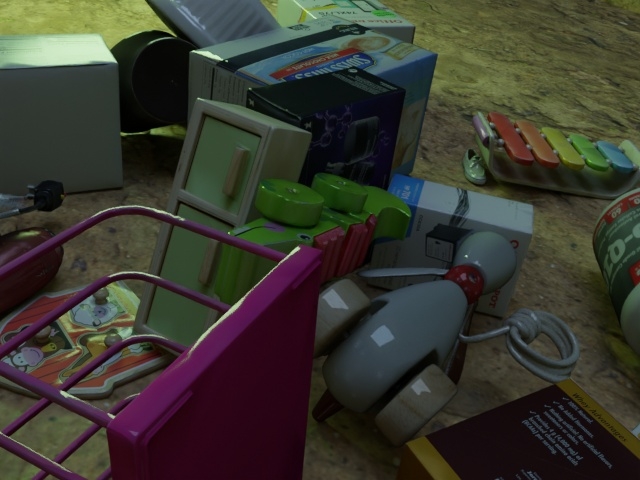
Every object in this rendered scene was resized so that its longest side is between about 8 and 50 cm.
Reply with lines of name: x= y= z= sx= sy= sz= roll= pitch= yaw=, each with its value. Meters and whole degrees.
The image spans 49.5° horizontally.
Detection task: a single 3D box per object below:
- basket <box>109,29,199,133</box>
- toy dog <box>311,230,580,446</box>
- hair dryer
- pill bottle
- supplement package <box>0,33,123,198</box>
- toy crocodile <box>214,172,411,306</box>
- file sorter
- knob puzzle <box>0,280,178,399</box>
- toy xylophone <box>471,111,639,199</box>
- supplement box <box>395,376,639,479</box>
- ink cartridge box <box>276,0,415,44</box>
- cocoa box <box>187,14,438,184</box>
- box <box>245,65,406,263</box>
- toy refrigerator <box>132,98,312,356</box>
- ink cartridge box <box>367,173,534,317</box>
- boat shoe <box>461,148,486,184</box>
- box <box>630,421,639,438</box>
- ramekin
basket: x=-0.270 y=-0.260 z=1.143 sx=0.204 sy=0.154 sz=0.227 roll=-49 pitch=27 yaw=-8
toy dog: x=0.099 y=0.107 z=0.760 sx=0.334 sy=0.161 sz=0.220 roll=-4 pitch=57 yaw=-38
hair dryer: x=-0.429 y=0.029 z=0.853 sx=0.224 sy=0.080 sz=0.293 roll=-15 pitch=31 yaw=-5
pill bottle: x=0.454 y=0.061 z=0.884 sx=0.161 sy=0.161 sz=0.283 roll=10 pitch=33 yaw=3
supplement package: x=-0.441 y=-0.184 z=1.029 sx=0.262 sy=0.204 sz=0.145 roll=-9 pitch=36 yaw=-24
toy crocodile: x=0.000 y=0.000 z=0.731 sx=0.105 sy=0.115 sz=0.340 roll=23 pitch=17 yaw=19
file sorter: x=-0.132 y=0.146 z=0.516 sx=0.182 sy=0.290 sz=0.202 roll=19 pitch=34 yaw=21
knob puzzle: x=-0.281 y=0.107 z=0.779 sx=0.213 sy=0.030 sz=0.213 roll=6 pitch=33 yaw=-4
toy xylophone: x=0.423 y=-0.169 z=1.289 sx=0.323 sy=0.081 sz=0.236 roll=5 pitch=33 yaw=-14
supplement box: x=0.189 y=0.245 z=0.575 sx=0.194 sy=0.129 sz=0.191 roll=-12 pitch=38 yaw=-28
ink cartridge box: x=0.040 y=-0.397 z=1.464 sx=0.198 sy=0.197 sz=0.270 roll=-8 pitch=37 yaw=-22
cocoa box: x=-0.010 y=-0.195 z=1.112 sx=0.228 sy=0.231 sz=0.347 roll=28 pitch=38 yaw=28
box: x=-0.004 y=-0.074 z=0.901 sx=0.184 sy=0.261 sz=0.103 roll=-21 pitch=43 yaw=-36
toy refrigerator: x=-0.111 y=-0.007 z=0.756 sx=0.102 sy=0.269 sz=0.094 roll=25 pitch=14 yaw=23
ink cartridge box: x=0.171 y=0.006 z=0.927 sx=0.191 sy=0.139 sz=0.082 roll=14 pitch=32 yaw=10
boat shoe: x=0.282 y=-0.138 z=1.267 sx=0.035 sy=0.035 sz=0.100 roll=6 pitch=33 yaw=-3
box: x=0.376 y=0.248 z=0.634 sx=0.114 sy=0.103 sz=0.203 roll=-21 pitch=43 yaw=-37
ramekin: x=-0.166 y=-0.366 z=1.208 sx=0.127 sy=0.273 sz=0.273 roll=-45 pitch=47 yaw=1
